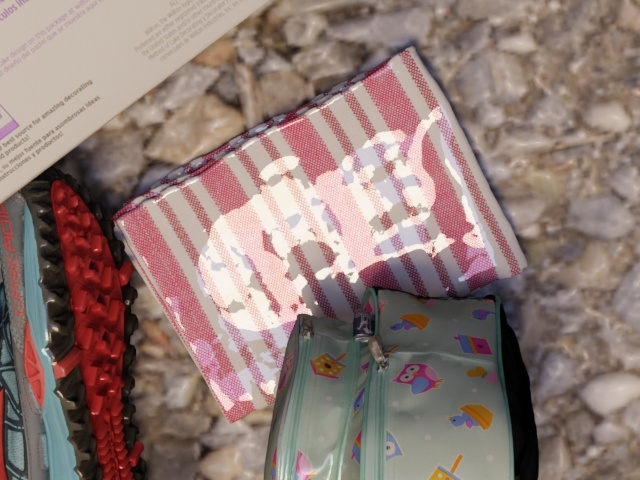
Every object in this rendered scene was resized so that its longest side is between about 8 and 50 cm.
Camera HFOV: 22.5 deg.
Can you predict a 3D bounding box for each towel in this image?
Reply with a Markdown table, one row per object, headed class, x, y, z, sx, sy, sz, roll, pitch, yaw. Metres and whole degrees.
| class | x | y | z | sx | sy | sz | roll | pitch | yaw |
| --- | --- | --- | --- | --- | --- | --- | --- | --- | --- |
| towel | 0.000 | 0.000 | 0.891 | 0.197 | 0.029 | 0.144 | -28 | 102 | 7 |

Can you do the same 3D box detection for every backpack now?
| class | x | y | z | sx | sy | sz | roll | pitch | yaw |
| --- | --- | --- | --- | --- | --- | --- | --- | --- | --- |
| backpack | 0.043 | 0.125 | 0.824 | 0.144 | 0.188 | 0.166 | 2 | 115 | -7 |

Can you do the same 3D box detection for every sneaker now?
| class | x | y | z | sx | sy | sz | roll | pitch | yaw |
| --- | --- | --- | --- | --- | --- | --- | --- | --- | --- |
| sneaker | -0.170 | 0.087 | 0.871 | 0.125 | 0.104 | 0.261 | 3 | 110 | 12 |

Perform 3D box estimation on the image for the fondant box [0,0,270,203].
| class | x | y | z | sx | sy | sz | roll | pitch | yaw |
| --- | --- | --- | --- | --- | --- | --- | --- | --- | --- |
| fondant box | -0.178 | -0.196 | 0.732 | 0.238 | 0.096 | 0.330 | -36 | 129 | 3 |
